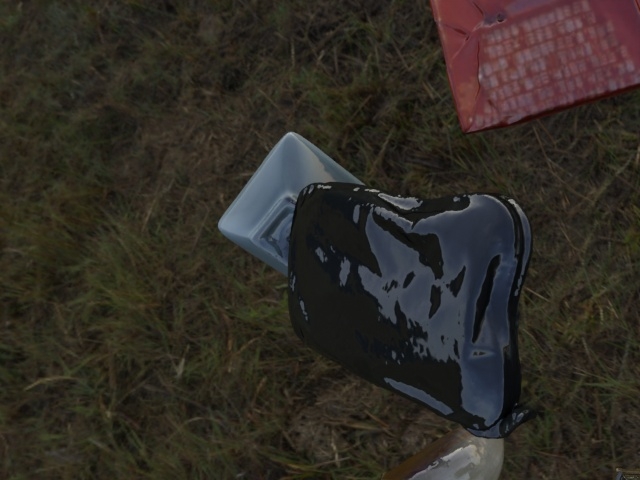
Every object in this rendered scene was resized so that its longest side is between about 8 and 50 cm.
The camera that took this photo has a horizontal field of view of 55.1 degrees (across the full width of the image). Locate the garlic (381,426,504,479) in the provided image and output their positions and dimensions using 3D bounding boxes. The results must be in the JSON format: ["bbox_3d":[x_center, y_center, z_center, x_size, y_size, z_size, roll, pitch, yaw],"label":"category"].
[{"bbox_3d":[0.173,0.288,0.803,0.198,0.090,0.128,-40,10,-7],"label":"garlic"}]

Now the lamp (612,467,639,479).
[{"bbox_3d":[0.796,0.664,1.399,0.325,0.090,0.089,-118,37,-66],"label":"lamp"}]

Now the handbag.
[{"bbox_3d":[0.067,0.044,0.578,0.332,0.075,0.191,12,100,56],"label":"handbag"}]

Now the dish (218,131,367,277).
[{"bbox_3d":[0.000,0.000,0.818,0.182,0.243,0.080,-49,14,24],"label":"dish"}]

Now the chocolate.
[{"bbox_3d":[0.261,-0.268,0.745,0.238,0.108,0.234,-15,94,12],"label":"chocolate"}]
